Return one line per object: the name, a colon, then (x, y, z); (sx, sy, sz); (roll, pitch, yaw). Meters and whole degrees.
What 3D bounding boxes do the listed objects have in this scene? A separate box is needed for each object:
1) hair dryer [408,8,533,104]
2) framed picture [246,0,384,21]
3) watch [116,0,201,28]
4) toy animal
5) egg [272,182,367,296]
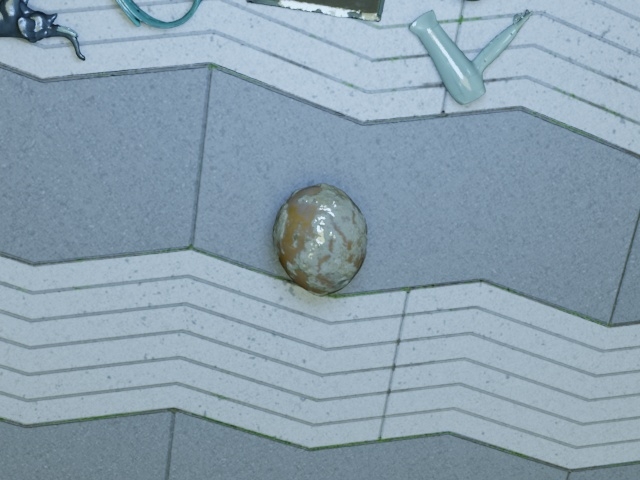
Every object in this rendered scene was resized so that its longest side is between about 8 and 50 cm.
hair dryer: (0.329, -0.423, 1.703); (0.237, 0.075, 0.206); (-35, 102, -1)
framed picture: (0.003, -0.550, 1.626); (0.281, 0.019, 0.209); (8, 118, -8)
watch: (-0.328, -0.529, 1.600); (0.195, 0.068, 0.237); (-38, 111, 10)
toy animal: (-0.577, -0.448, 1.594); (0.269, 0.082, 0.137); (13, 109, -13)
egg: (0.000, 0.000, 1.734); (0.203, 0.203, 0.245); (-7, 115, -3)
